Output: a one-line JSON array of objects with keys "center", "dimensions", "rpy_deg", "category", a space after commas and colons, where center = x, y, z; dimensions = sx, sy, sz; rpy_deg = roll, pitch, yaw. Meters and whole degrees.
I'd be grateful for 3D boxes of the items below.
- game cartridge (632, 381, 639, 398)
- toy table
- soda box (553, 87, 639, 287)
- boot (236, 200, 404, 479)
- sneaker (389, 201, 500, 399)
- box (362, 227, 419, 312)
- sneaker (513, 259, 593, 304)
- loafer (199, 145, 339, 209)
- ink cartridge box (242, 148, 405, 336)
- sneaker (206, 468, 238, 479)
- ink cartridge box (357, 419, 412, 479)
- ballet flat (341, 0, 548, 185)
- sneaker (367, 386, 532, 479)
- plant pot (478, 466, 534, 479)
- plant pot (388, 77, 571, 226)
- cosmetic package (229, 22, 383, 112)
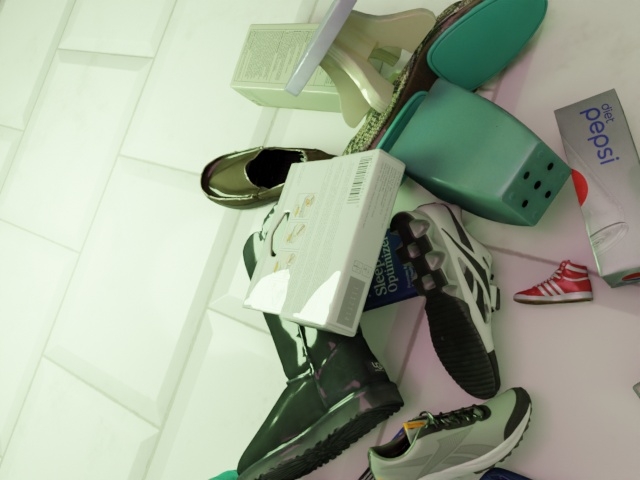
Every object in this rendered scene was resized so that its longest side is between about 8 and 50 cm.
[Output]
[{"center": [0.594, 0.281, 0.793], "dimensions": [0.230, 0.068, 0.355], "rpy_deg": [-41, 58, 21], "category": "game cartridge"}, {"center": [0.067, -0.334, 1.128], "dimensions": [0.274, 0.161, 0.252], "rpy_deg": [-46, 19, 49], "category": "toy table"}, {"center": [0.446, -0.079, 0.979], "dimensions": [0.098, 0.091, 0.286], "rpy_deg": [-18, 66, 28], "category": "soda box"}, {"center": [-0.073, 0.189, 1.206], "dimensions": [0.367, 0.146, 0.445], "rpy_deg": [-39, 57, 22], "category": "boot"}, {"center": [0.243, 0.088, 1.047], "dimensions": [0.122, 0.146, 0.330], "rpy_deg": [-23, 86, 59], "category": "sneaker"}, {"center": [0.117, 0.052, 1.192], "dimensions": [0.225, 0.036, 0.136], "rpy_deg": [-21, 65, 28], "category": "box"}, {"center": [0.366, 0.066, 1.017], "dimensions": [0.119, 0.042, 0.067], "rpy_deg": [-6, 76, 24], "category": "sneaker"}, {"center": [-0.126, -0.151, 1.355], "dimensions": [0.366, 0.130, 0.133], "rpy_deg": [-4, 73, 33], "category": "loafer"}, {"center": [0.000, 0.000, 1.098], "dimensions": [0.261, 0.066, 0.296], "rpy_deg": [2, 70, 55], "category": "ink cartridge box"}, {"center": [-0.199, 0.568, 1.151], "dimensions": [0.124, 0.178, 0.295], "rpy_deg": [-6, 73, 32], "category": "sneaker"}, {"center": [0.122, 0.410, 1.070], "dimensions": [0.207, 0.046, 0.097], "rpy_deg": [-51, 56, 9], "category": "ink cartridge box"}, {"center": [0.195, -0.297, 1.189], "dimensions": [0.482, 0.164, 0.182], "rpy_deg": [-51, 36, 12], "category": "ballet flat"}, {"center": [0.195, 0.296, 0.962], "dimensions": [0.272, 0.100, 0.108], "rpy_deg": [-32, 95, 0], "category": "sneaker"}, {"center": [0.276, 0.461, 0.851], "dimensions": [0.236, 0.212, 0.235], "rpy_deg": [14, 84, 35], "category": "plant pot"}, {"center": [0.264, -0.129, 1.032], "dimensions": [0.165, 0.166, 0.234], "rpy_deg": [-57, 38, 5], "category": "plant pot"}, {"center": [-0.031, -0.370, 1.372], "dimensions": [0.310, 0.113, 0.160], "rpy_deg": [15, 84, 35], "category": "cosmetic package"}]
